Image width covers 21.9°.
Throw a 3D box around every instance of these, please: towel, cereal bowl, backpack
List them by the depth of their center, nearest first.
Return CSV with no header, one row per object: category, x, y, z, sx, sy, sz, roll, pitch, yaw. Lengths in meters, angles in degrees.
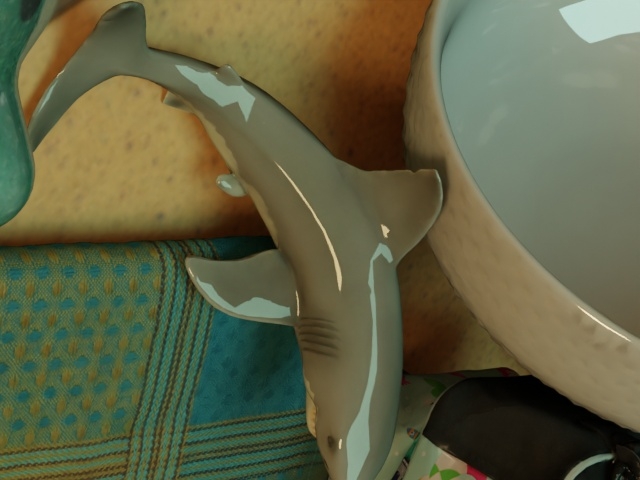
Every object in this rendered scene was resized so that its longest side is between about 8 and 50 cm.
towel,-0.126,0.125,0.827,0.370,0.040,0.271,-1,111,-46
cereal bowl,0.198,-0.027,0.904,0.339,0.339,0.141,-32,160,-33
backpack,0.099,0.197,0.936,0.225,0.191,0.254,0,108,-51

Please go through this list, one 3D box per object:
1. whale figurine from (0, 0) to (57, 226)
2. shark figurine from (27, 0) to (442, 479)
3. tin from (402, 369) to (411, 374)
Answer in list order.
whale figurine,-0.194,-0.057,0.515,0.272,0.216,0.141,-61,179,15
shark figurine,-0.006,-0.029,0.798,0.278,0.116,0.166,55,43,-24
tin,0.053,0.143,1.036,0.189,0.040,0.106,38,77,-50
